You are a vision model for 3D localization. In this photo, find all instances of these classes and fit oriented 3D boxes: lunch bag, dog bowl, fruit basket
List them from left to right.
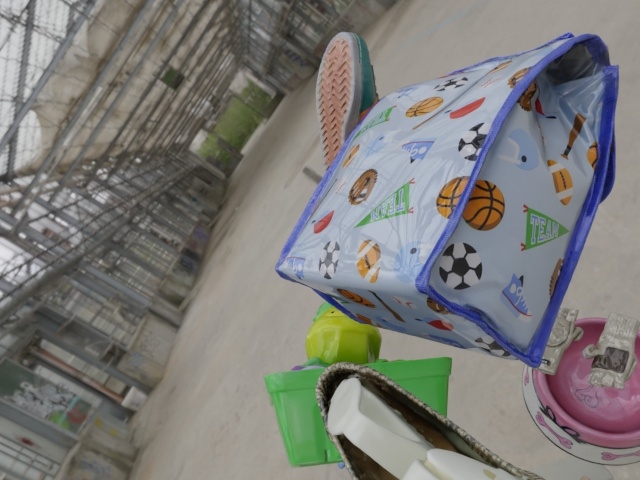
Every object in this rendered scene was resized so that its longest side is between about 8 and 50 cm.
[{"bbox_3d":[0.065,0.268,1.129,0.392,0.391,0.283,-62,-8,-23],"label":"fruit basket"},{"bbox_3d":[0.171,-0.069,0.702,0.327,0.238,0.386,1,62,56],"label":"lunch bag"},{"bbox_3d":[0.778,0.396,1.491,0.408,0.407,0.150,-62,-28,-23],"label":"dog bowl"}]

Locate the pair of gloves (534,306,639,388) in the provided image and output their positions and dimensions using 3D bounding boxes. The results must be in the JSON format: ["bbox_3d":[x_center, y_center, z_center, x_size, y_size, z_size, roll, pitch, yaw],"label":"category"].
[{"bbox_3d":[0.663,0.265,1.353,0.240,0.042,0.204,8,58,31],"label":"pair of gloves"}]

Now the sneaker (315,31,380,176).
[{"bbox_3d":[0.070,-0.208,0.944,0.108,0.121,0.302,31,131,47],"label":"sneaker"}]

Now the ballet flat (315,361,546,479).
[{"bbox_3d":[0.098,0.233,0.505,0.164,0.182,0.482,-46,18,-9],"label":"ballet flat"}]

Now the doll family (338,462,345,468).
[{"bbox_3d":[0.162,0.565,1.552,0.263,0.163,0.118,-54,27,10],"label":"doll family"}]

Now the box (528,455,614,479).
[{"bbox_3d":[0.750,0.796,1.694,0.310,0.148,0.121,-20,27,-1],"label":"box"}]
